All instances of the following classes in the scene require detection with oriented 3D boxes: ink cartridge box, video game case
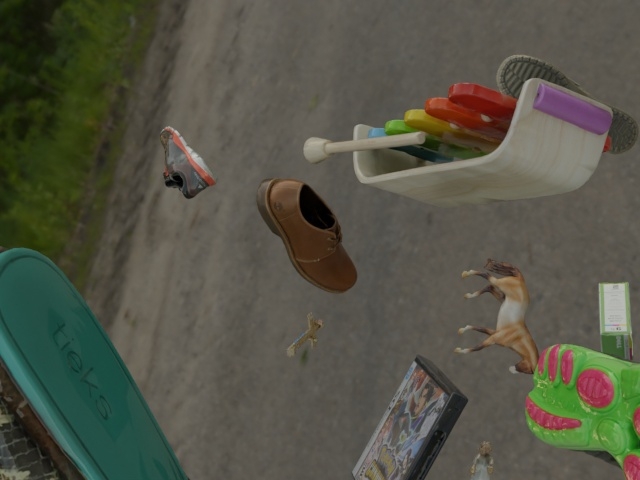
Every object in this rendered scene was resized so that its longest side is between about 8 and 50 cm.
[{"bbox_3d":[0.577,0.188,2.060,0.062,0.109,0.209,-4,38,15],"label":"ink cartridge box"},{"bbox_3d":[0.141,0.331,1.759,0.248,0.035,0.275,-61,8,2],"label":"video game case"}]

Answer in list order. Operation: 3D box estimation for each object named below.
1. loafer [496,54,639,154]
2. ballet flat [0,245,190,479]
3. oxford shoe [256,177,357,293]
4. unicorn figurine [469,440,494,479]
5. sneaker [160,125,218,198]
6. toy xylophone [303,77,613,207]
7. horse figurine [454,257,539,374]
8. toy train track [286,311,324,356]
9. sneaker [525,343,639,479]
[{"bbox_3d":[0.427,-0.231,1.856,0.102,0.268,0.092,-57,-9,5],"label":"loafer"},{"bbox_3d":[-0.112,0.225,0.645,0.182,0.483,0.164,-36,6,19],"label":"ballet flat"},{"bbox_3d":[0.000,0.000,1.384,0.076,0.212,0.076,-3,51,36],"label":"oxford shoe"},{"bbox_3d":[0.260,0.413,1.774,0.162,0.060,0.111,-61,-6,4],"label":"unicorn figurine"},{"bbox_3d":[-0.205,-0.110,1.504,0.065,0.061,0.158,-42,39,-2],"label":"sneaker"},{"bbox_3d":[0.135,-0.100,1.108,0.322,0.236,0.081,-2,75,50],"label":"toy xylophone"},{"bbox_3d":[0.381,0.151,2.232,0.174,0.066,0.263,1,67,20],"label":"horse figurine"},{"bbox_3d":[-0.015,0.122,1.322,0.014,0.048,0.083,6,27,31],"label":"toy train track"},{"bbox_3d":[0.439,0.235,1.286,0.483,0.202,0.185,-144,66,-69],"label":"sneaker"}]
